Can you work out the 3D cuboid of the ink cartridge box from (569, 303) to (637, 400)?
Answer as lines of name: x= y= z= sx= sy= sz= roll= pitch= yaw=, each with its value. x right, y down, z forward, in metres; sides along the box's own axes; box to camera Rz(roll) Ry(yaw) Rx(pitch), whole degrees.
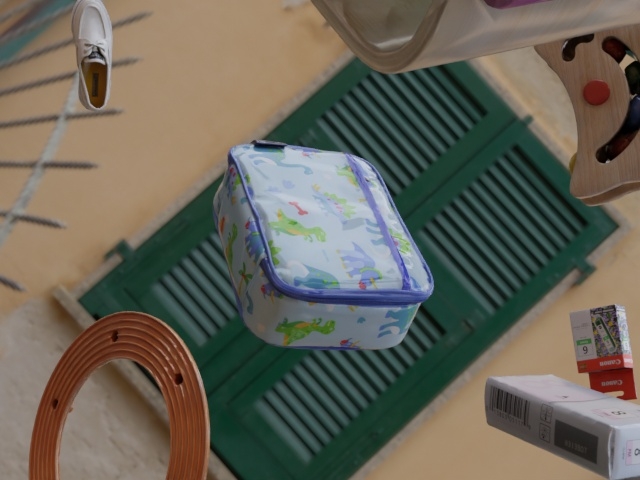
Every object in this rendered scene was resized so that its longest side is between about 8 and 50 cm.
ink cartridge box: x=0.347 y=0.140 z=1.233 sx=0.029 sy=0.063 sz=0.115 roll=11 pitch=70 yaw=-49

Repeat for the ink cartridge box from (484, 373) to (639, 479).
ink cartridge box: x=0.309 y=0.173 z=0.990 sx=0.189 sy=0.232 sz=0.066 roll=13 pitch=-75 yaw=63

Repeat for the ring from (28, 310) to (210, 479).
ring: x=-0.243 y=0.252 z=1.208 sx=0.032 sy=0.337 sz=0.336 roll=17 pitch=20 yaw=-47

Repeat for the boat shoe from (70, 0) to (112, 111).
boat shoe: x=-0.196 y=-0.161 z=0.872 sx=0.035 sy=0.035 sz=0.100 roll=-149 pitch=-121 yaw=-64

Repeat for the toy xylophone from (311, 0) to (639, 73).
toy xylophone: x=0.047 y=-0.185 z=0.433 sx=0.323 sy=0.236 sz=0.081 roll=48 pitch=-34 yaw=30

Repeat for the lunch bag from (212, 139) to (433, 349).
lunch bag: x=0.000 y=0.000 z=0.950 sx=0.176 sy=0.090 sz=0.219 roll=6 pitch=40 yaw=-24

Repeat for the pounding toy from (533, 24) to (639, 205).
pounding toy: x=0.303 y=-0.179 z=1.085 sx=0.154 sy=0.270 sz=0.155 roll=5 pitch=-3 yaw=26
